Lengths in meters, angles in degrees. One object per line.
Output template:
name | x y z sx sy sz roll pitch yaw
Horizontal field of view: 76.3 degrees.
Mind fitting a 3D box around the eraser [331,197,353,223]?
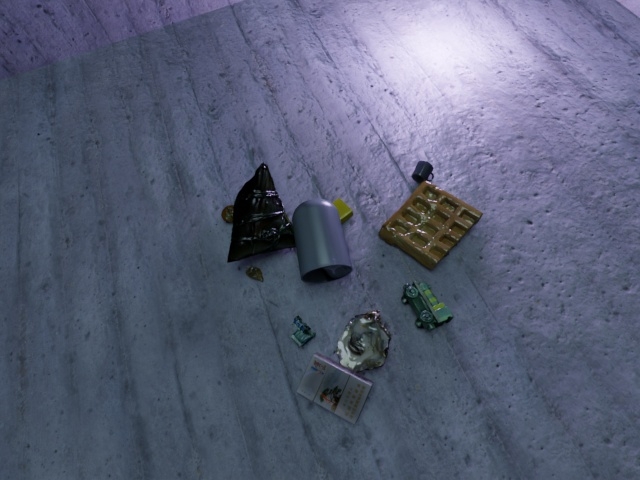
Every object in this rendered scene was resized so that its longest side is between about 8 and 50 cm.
eraser | 0.069 -0.116 1.803 0.122 0.045 0.097 -38 64 -12

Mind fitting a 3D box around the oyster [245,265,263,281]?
oyster | -0.276 0.136 1.716 0.093 0.034 0.051 18 73 11

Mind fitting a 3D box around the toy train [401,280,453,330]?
toy train | 0.400 0.244 1.559 0.132 0.083 0.200 -17 61 -15

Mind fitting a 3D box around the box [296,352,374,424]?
box | 0.051 0.514 1.432 0.233 0.067 0.149 23 87 18

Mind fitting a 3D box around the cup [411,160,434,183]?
cup | 0.469 -0.302 1.846 0.100 0.078 0.077 34 73 -11

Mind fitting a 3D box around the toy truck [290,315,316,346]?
toy truck | -0.075 0.341 1.504 0.081 0.175 0.067 -45 66 -10

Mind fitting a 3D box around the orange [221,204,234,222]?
orange | -0.412 -0.126 1.854 0.086 0.062 0.086 -4 59 6

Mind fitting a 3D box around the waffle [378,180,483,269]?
waffle | 0.458 -0.074 1.719 0.304 0.077 0.348 38 72 24

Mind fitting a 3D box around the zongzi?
zongzi | -0.283 -0.117 1.773 0.319 0.362 0.382 -7 93 -22

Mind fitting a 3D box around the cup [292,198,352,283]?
cup | 0.000 0.000 1.643 0.206 0.205 0.311 -11 66 1

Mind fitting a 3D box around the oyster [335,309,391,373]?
oyster | 0.158 0.382 1.509 0.223 0.083 0.214 -29 53 11
